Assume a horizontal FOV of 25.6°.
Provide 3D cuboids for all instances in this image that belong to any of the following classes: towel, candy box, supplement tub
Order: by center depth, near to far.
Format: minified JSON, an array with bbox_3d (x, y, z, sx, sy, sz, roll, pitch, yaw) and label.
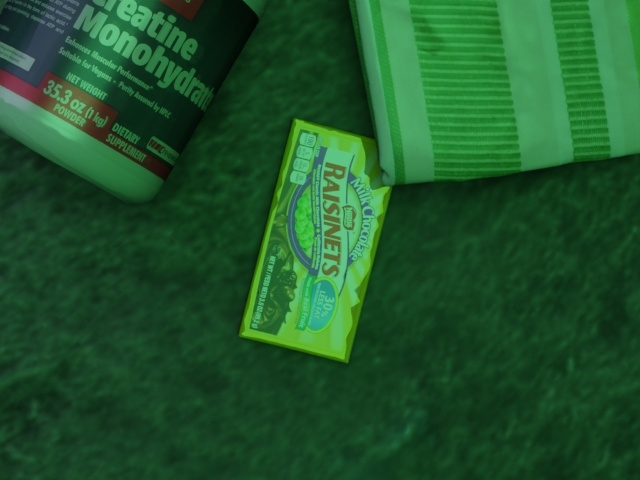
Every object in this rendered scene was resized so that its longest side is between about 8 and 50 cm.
[{"bbox_3d":[-0.163,-0.186,1.197,0.191,0.191,0.272,30,88,-1],"label":"supplement tub"},{"bbox_3d":[0.192,-0.186,1.245,0.325,0.038,0.248,-10,94,-9],"label":"towel"},{"bbox_3d":[0.000,0.000,1.280,0.105,0.027,0.206,14,88,-5],"label":"candy box"}]
